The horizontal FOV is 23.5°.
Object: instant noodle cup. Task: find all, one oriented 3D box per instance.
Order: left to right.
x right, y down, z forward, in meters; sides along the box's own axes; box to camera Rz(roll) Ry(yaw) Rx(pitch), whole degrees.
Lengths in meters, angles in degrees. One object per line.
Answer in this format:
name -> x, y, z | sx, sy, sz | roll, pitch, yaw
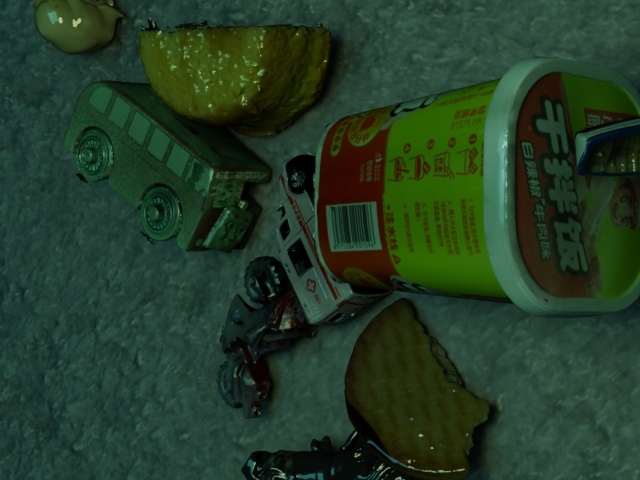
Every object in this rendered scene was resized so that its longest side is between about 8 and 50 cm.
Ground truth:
instant noodle cup -> 0.165, -0.050, 1.678 | 0.308, 0.294, 0.293 | -2, 86, 45

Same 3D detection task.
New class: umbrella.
umbrella -> 0.033, 0.281, 1.853 | 0.272, 0.122, 0.110 | -11, 124, 34

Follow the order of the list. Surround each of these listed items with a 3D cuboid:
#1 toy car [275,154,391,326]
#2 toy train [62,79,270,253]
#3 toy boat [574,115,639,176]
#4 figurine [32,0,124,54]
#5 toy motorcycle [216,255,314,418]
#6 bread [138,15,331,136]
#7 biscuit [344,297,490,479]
toy car -> 0.000, 0.000, 1.905 | 0.108, 0.089, 0.209 | -38, 68, 37
toy train -> -0.213, -0.110, 2.055 | 0.326, 0.129, 0.159 | 39, 113, 33
toy boat -> 0.368, -0.103, 1.561 | 0.080, 0.229, 0.046 | 97, 163, -51
figurine -> -0.334, -0.360, 2.195 | 0.108, 0.114, 0.196 | 17, 87, 62
toy motorcycle -> -0.070, 0.131, 1.960 | 0.122, 0.082, 0.213 | 38, 120, 45
bread -> -0.108, -0.206, 1.962 | 0.261, 0.160, 0.147 | 6, 95, 38
biscuit -> 0.114, 0.173, 1.804 | 0.176, 0.031, 0.228 | 1, 59, 13
